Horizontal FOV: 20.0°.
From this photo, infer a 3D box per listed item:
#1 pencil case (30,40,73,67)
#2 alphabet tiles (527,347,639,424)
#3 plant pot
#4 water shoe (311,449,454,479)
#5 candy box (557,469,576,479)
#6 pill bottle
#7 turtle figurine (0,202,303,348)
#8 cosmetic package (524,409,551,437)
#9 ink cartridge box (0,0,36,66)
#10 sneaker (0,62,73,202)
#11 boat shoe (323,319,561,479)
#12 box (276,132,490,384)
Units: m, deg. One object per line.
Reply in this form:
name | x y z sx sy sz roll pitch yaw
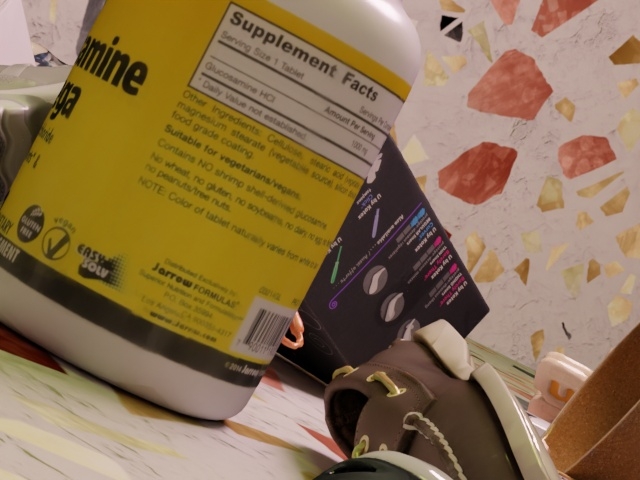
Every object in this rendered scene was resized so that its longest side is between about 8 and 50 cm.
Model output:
pencil case | -0.334 -0.159 2.174 0.410 0.160 0.183 28 -1 10
alphabet tiles | 0.318 0.197 1.628 0.284 0.021 0.278 27 -30 17
plant pot | 0.326 0.189 1.406 0.254 0.237 0.237 41 2 0
water shoe | 0.069 0.159 0.782 0.203 0.073 0.080 24 21 37
candy box | 0.146 0.182 1.225 0.109 0.053 0.186 27 3 1
pill bottle | -0.058 -0.077 1.089 0.188 0.334 0.188 27 1 -1
turtle figurine | -0.151 0.004 1.306 0.269 0.087 0.217 45 19 24
cosmetic package | 0.227 0.208 1.581 0.239 0.060 0.099 28 3 14
ink cartridge box | -0.431 -0.213 1.851 0.273 0.115 0.198 28 -27 16
sneaker | -0.185 -0.085 1.199 0.281 0.105 0.115 -3 32 -39
boat shoe | 0.067 0.124 1.036 0.324 0.097 0.116 -129 -163 -78
box | 0.000 0.000 1.509 0.165 0.143 0.270 29 -20 44
